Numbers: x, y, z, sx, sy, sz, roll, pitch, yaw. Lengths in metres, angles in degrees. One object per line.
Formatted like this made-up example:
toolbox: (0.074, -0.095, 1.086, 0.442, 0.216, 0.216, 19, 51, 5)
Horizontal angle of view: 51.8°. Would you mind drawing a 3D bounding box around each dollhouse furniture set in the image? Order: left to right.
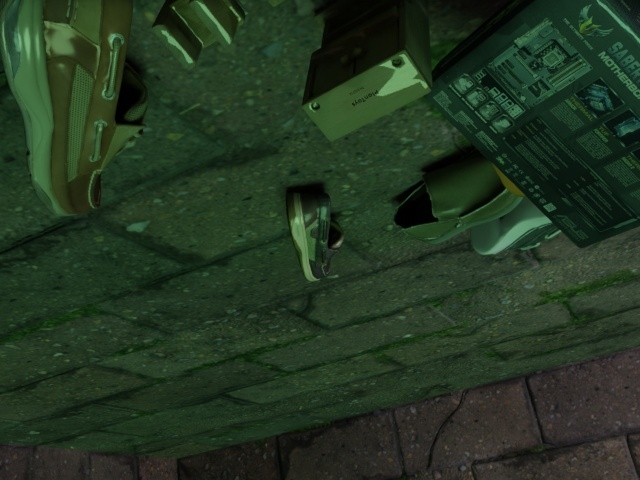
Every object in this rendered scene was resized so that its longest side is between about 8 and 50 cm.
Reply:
dollhouse furniture set: (-0.014, -0.229, 0.519, 0.212, 0.161, 0.242, -22, 129, 28)

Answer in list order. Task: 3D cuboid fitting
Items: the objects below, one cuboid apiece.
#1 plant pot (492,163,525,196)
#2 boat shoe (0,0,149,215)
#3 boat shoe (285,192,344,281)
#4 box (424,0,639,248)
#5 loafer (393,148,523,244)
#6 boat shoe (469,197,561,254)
plant pot: (0.297, -0.128, 0.732, 0.188, 0.205, 0.205, -11, 159, 43)
boat shoe: (-0.226, -0.123, 0.643, 0.116, 0.123, 0.324, -3, 155, -16)
boat shoe: (0.000, -0.001, 1.005, 0.073, 0.080, 0.223, -7, 150, 7)
box: (0.232, -0.111, 0.574, 0.232, 0.059, 0.183, 40, 146, -12)
loafer: (0.191, -0.062, 0.923, 0.087, 0.094, 0.251, 2, 153, -31)
boat shoe: (0.335, -0.055, 0.971, 0.102, 0.108, 0.301, 0, 155, -17)
